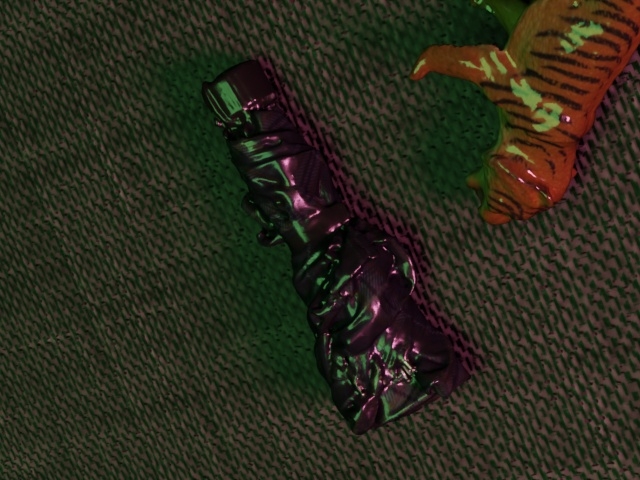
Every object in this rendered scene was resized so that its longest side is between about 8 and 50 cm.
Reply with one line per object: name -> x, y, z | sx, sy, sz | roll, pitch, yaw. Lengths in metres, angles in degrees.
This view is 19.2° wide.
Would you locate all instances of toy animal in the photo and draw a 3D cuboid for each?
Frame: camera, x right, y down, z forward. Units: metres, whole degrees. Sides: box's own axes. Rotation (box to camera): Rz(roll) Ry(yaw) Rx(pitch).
toy animal -> 0.117, -0.113, 0.930 | 0.099, 0.057, 0.241 | 36, 127, 13

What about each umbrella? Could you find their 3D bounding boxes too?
umbrella -> 0.001, -0.001, 1.062 | 0.080, 0.071, 0.224 | -30, 84, 15
